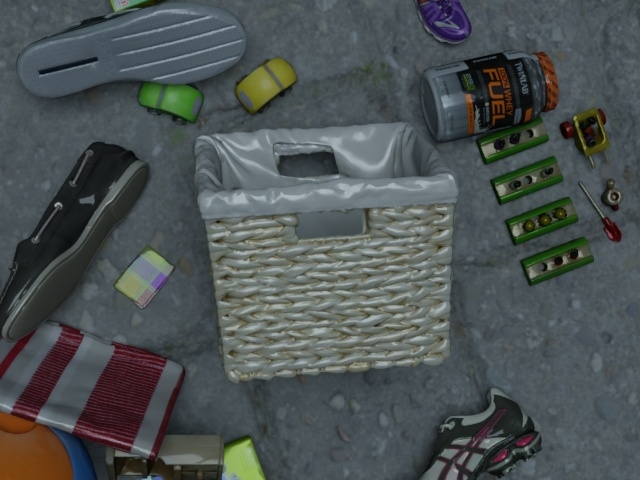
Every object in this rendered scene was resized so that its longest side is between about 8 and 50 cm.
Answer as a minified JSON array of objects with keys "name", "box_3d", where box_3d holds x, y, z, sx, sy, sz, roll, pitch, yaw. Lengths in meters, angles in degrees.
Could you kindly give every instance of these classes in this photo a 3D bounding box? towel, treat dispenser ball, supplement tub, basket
[{"name":"towel","box_3d":[-0.361,0.186,1.524,0.329,0.237,0.037,20,111,-4]},{"name":"treat dispenser ball","box_3d":[-0.447,0.356,1.477,0.288,0.288,0.288,0,87,-5]},{"name":"towel","box_3d":[-0.266,0.056,1.647,0.060,0.009,0.083,38,84,-2]},{"name":"supplement tub","box_3d":[0.255,-0.222,1.654,0.190,0.117,0.117,-14,89,-6]},{"name":"basket","box_3d":[0.000,0.000,1.497,0.328,0.331,0.266,-4,110,-5]}]

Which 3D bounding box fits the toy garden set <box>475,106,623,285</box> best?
[{"name":"toy garden set","box_3d":[0.380,-0.079,1.692,0.204,0.049,0.244,-21,89,-6]}]

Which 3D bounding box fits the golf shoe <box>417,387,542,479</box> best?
[{"name":"golf shoe","box_3d":[0.199,0.336,1.645,0.273,0.105,0.120,-31,75,-12]}]

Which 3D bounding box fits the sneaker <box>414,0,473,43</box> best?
[{"name":"sneaker","box_3d":[0.175,-0.378,1.676,0.068,0.071,0.170,-35,92,-6]}]

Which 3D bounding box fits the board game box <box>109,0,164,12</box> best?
[{"name":"board game box","box_3d":[-0.243,-0.414,1.653,0.181,0.043,0.092,-22,89,-6]}]

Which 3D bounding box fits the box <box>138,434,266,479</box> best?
[{"name":"box","box_3d":[-0.170,0.373,1.625,0.178,0.042,0.109,-21,89,-7]}]

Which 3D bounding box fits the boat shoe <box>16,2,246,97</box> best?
[{"name":"boat shoe","box_3d":[-0.279,-0.296,1.604,0.335,0.119,0.121,-8,122,-4]}]

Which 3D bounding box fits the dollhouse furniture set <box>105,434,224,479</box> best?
[{"name":"dollhouse furniture set","box_3d":[-0.216,0.398,1.499,0.161,0.212,0.242,2,62,-7]}]

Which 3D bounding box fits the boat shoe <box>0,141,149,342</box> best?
[{"name":"boat shoe","box_3d":[-0.376,-0.004,1.574,0.095,0.112,0.335,29,66,13]}]

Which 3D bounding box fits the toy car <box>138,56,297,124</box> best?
[{"name":"toy car","box_3d":[-0.167,-0.193,1.645,0.225,0.053,0.239,19,86,-4]}]
